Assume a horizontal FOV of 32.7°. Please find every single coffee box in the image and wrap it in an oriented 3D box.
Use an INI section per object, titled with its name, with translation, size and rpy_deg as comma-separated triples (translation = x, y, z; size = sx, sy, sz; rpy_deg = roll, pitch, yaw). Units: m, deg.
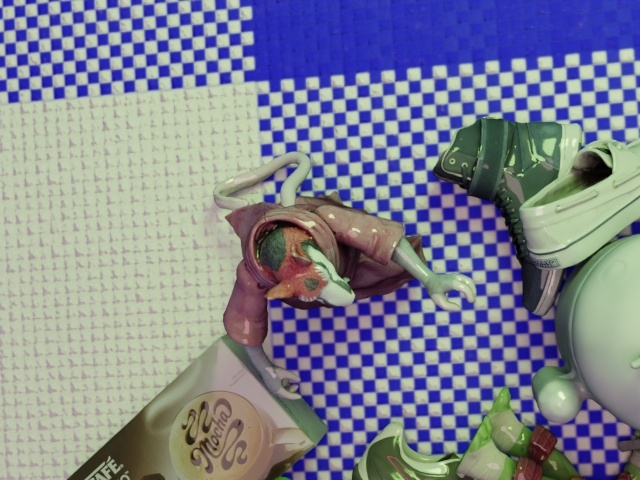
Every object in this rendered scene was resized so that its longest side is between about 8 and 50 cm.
[coffee box]
translation = -0.159, 0.268, 1.304
size = 0.297, 0.119, 0.168
rpy_deg = -42, 84, 6

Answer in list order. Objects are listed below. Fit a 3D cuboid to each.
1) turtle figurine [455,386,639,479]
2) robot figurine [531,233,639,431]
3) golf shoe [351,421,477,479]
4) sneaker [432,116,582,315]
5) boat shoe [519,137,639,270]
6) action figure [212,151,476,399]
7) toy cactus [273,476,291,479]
[turtle figurine]
translation = 0.305, 0.247, 1.193
size = 0.266, 0.274, 0.198
rpy_deg = 30, 60, 12
[robot figurine]
translation = 0.347, 0.089, 1.100
size = 0.300, 0.353, 0.199
rpy_deg = -35, 84, 5
[golf shoe]
translation = 0.165, 0.316, 1.261
size = 0.273, 0.105, 0.120
rpy_deg = 26, 87, 8
[sneaker]
translation = 0.205, -0.033, 1.254
size = 0.163, 0.086, 0.226
rpy_deg = 8, 81, -1
[boat shoe]
translation = 0.312, -0.067, 1.183
size = 0.258, 0.095, 0.084
rpy_deg = -38, 113, -33
[action figure]
translation = 0.000, 0.000, 1.151
size = 0.248, 0.370, 0.275
rpy_deg = -28, 84, 8
[toy cactus]
translation = -0.049, 0.364, 1.253
size = 0.181, 0.219, 0.112
rpy_deg = -17, 47, 1
